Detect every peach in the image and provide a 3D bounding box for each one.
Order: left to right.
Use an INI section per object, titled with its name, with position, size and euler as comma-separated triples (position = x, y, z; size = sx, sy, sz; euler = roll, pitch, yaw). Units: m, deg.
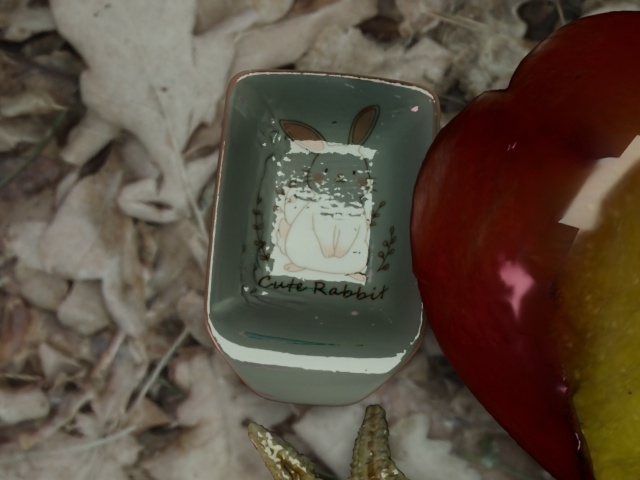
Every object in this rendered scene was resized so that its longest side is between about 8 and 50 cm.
[peach]
position = 0.208, 0.040, 0.562
size = 0.281, 0.281, 0.338
euler = -30, 80, -8

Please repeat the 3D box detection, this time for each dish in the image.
[dish]
position = 0.000, 0.000, 0.670
size = 0.154, 0.064, 0.234
euler = 6, 77, -1

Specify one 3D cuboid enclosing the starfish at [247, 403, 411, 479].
[starfish]
position = 0.036, 0.239, 0.559
size = 0.293, 0.084, 0.301
euler = 46, 42, 13
